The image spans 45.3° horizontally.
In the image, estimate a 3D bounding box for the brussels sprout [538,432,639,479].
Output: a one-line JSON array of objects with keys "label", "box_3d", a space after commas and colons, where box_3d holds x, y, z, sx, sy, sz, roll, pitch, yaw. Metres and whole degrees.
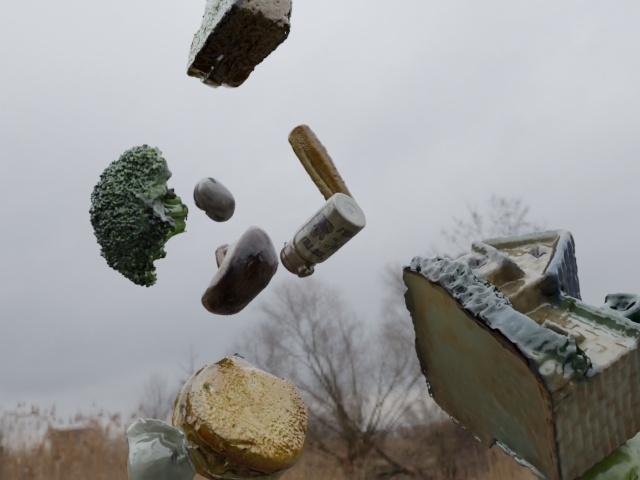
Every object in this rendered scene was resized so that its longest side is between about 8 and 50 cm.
[{"label": "brussels sprout", "box_3d": [0.589, 0.490, 1.567, 0.273, 0.243, 0.316, -23, -27, 11]}]

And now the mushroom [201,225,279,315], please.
[{"label": "mushroom", "box_3d": [-0.182, 0.081, 1.803, 0.138, 0.231, 0.194, 32, 4, -20]}]

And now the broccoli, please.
[{"label": "broccoli", "box_3d": [-0.327, -0.042, 1.394, 0.176, 0.226, 0.198, -41, 9, -36]}]

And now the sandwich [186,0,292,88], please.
[{"label": "sandwich", "box_3d": [-0.123, -0.387, 1.201, 0.095, 0.274, 0.249, 17, -24, -25]}]

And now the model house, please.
[{"label": "model house", "box_3d": [0.455, 0.185, 1.525, 0.399, 0.395, 0.445, -24, 26, -19]}]

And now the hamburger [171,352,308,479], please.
[{"label": "hamburger", "box_3d": [-0.173, 0.385, 1.657, 0.289, 0.314, 0.170, 32, -59, -10]}]

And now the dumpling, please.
[{"label": "dumpling", "box_3d": [-0.304, 0.428, 1.468, 0.127, 0.188, 0.108, -11, -8, -3]}]

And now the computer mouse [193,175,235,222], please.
[{"label": "computer mouse", "box_3d": [-0.154, -0.053, 1.089, 0.039, 0.066, 0.096, -47, -4, -21]}]

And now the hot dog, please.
[{"label": "hot dog", "box_3d": [0.004, -0.179, 2.019, 0.087, 0.286, 0.061, -27, -16, 2]}]

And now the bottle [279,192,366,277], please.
[{"label": "bottle", "box_3d": [0.000, 0.000, 1.679, 0.097, 0.110, 0.209, 14, -47, -45]}]
